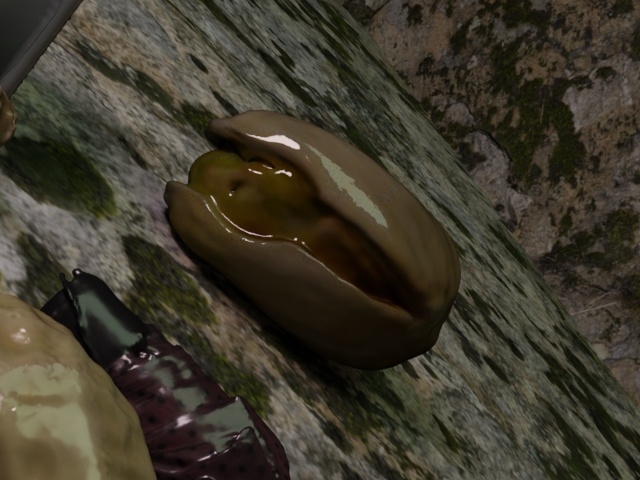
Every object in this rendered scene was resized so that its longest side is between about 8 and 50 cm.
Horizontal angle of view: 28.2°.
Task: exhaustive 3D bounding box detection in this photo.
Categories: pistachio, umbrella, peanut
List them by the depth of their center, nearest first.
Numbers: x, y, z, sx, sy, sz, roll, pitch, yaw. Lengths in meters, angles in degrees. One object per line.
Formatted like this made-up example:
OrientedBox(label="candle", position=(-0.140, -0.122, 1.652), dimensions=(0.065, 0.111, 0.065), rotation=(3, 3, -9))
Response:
OrientedBox(label="peanut", position=(-0.098, 0.157, 0.510), dimensions=(0.298, 0.120, 0.136), rotation=(59, -2, 25))
OrientedBox(label="umbrella", position=(-0.049, 0.150, 0.725), dimensions=(0.326, 0.090, 0.094), rotation=(47, 17, -1))
OrientedBox(label="pistachio", position=(0.000, 0.000, 1.130), dimensions=(0.288, 0.166, 0.197), rotation=(40, -8, -13))

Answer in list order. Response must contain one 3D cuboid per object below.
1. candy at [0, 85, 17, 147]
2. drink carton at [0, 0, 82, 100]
OrientedBox(label="candy", position=(-0.250, -0.097, 0.808), dimensions=(0.095, 0.085, 0.110), rotation=(49, 3, 31))
OrientedBox(label="drink carton", position=(-0.271, -0.214, 0.911), dimensions=(0.190, 0.185, 0.191), rotation=(28, 23, -24))
